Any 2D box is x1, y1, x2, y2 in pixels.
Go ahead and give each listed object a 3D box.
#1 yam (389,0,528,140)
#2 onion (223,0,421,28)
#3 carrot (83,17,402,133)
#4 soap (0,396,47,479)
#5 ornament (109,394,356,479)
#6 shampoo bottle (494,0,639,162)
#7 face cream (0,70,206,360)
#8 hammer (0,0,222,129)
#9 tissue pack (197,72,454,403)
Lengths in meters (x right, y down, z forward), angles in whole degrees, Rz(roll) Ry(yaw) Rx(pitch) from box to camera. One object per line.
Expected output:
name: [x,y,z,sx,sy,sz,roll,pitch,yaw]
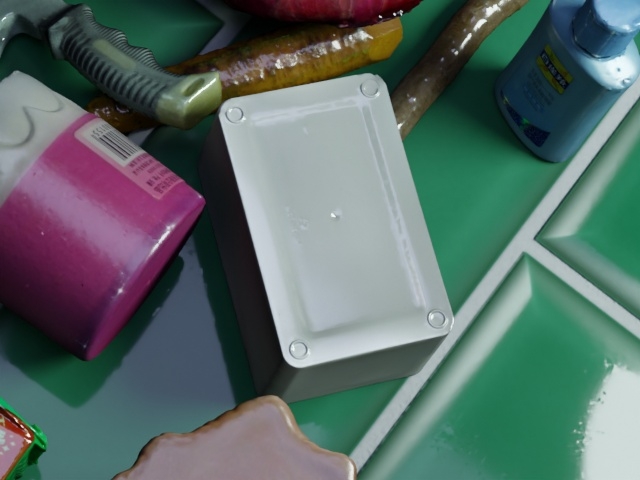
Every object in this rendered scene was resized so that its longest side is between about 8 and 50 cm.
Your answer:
yam: [0.154,-0.208,1.811,0.327,0.045,0.045,-50,118,-19]
onion: [0.006,-0.289,1.727,0.248,0.161,0.248,-1,61,2]
carrot: [-0.075,-0.154,1.741,0.314,0.066,0.066,-18,77,-15]
soap: [-0.361,0.226,1.550,0.218,0.098,0.273,37,72,-4]
ornament: [-0.090,0.257,1.523,0.221,0.217,0.235,4,72,-9]
shampoo bottle: [0.224,-0.156,1.690,0.061,0.258,0.104,-32,80,-19]
face cream: [-0.221,-0.021,1.612,0.195,0.175,0.175,36,70,3]
hammer: [-0.192,-0.166,1.698,0.226,0.041,0.159,33,66,23]
tissue pack: [0.001,0.000,1.667,0.159,0.136,0.246,-11,75,-13]
